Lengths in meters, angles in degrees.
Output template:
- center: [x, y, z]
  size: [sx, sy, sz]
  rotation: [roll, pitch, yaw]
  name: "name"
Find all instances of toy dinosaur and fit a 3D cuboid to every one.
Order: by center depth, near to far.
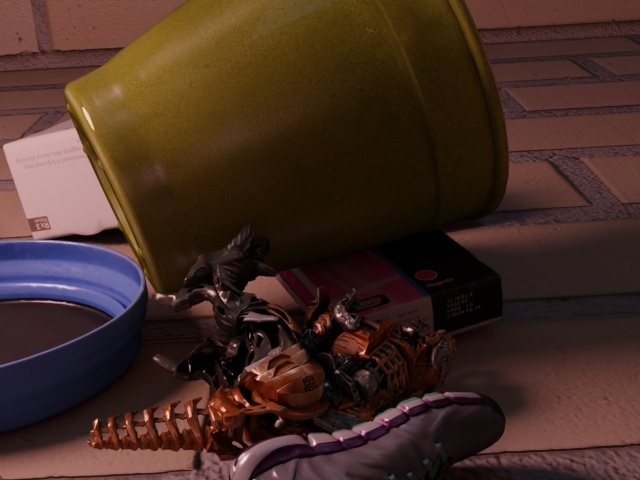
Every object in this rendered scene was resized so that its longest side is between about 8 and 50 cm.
- center: [-0.037, 0.108, 0.891]
  size: [0.322, 0.164, 0.218]
  rotation: [8, 23, -43]
  name: "toy dinosaur"

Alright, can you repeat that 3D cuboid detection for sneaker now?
- center: [0.048, 0.185, 0.773]
  size: [0.224, 0.083, 0.098]
  rotation: [-13, 41, -15]
  name: "sneaker"

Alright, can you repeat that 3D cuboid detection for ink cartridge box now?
- center: [0.038, 0.014, 1.193]
  size: [0.176, 0.069, 0.371]
  rotation: [-16, 26, -18]
  name: "ink cartridge box"

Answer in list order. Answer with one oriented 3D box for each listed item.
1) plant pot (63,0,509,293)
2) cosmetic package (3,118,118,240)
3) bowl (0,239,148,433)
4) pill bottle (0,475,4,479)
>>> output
- center: [-0.056, -0.118, 1.065]
  size: [0.353, 0.366, 0.366]
  rotation: [-25, 24, -13]
  name: "plant pot"
- center: [-0.265, -0.136, 1.575]
  size: [0.217, 0.156, 0.385]
  rotation: [-8, 14, 23]
  name: "cosmetic package"
- center: [-0.372, 0.096, 1.073]
  size: [0.391, 0.077, 0.391]
  rotation: [-3, 19, 1]
  name: "bowl"
- center: [-0.289, 0.220, 0.627]
  size: [0.119, 0.119, 0.208]
  rotation: [7, 21, 29]
  name: "pill bottle"
